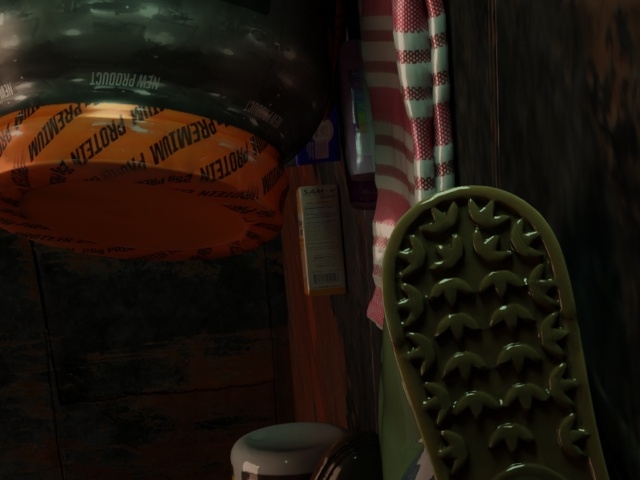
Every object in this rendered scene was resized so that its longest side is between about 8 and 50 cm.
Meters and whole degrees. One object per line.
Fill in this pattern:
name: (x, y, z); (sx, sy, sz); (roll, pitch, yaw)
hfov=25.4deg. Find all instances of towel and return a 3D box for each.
towel: (0.037, -0.038, 0.648); (0.144, 0.029, 0.197); (-115, 21, -79)

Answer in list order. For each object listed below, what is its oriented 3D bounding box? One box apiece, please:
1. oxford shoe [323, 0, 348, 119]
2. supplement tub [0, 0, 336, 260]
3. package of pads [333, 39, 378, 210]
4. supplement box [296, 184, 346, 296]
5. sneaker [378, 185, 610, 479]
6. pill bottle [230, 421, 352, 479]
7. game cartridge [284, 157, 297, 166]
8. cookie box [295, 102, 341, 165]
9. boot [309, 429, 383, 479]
oxford shoe: (-0.034, -0.208, 1.006); (0.097, 0.098, 0.271); (93, 171, -68)
supplement tub: (-0.091, -0.172, 0.786); (0.207, 0.207, 0.338); (96, 178, -73)
package of pads: (0.026, -0.062, 0.775); (0.050, 0.032, 0.083); (86, 178, -68)
supplement box: (0.000, 0.000, 1.281); (0.062, 0.036, 0.098); (160, 105, -86)
sneaker: (0.050, 0.086, 0.382); (0.086, 0.064, 0.192); (55, -150, -81)
pill bottle: (-0.015, 0.280, 1.275); (0.117, 0.117, 0.215); (-114, 20, -80)
game cartridge: (-0.105, -0.175, 1.433); (0.294, 0.196, 0.060); (-101, 14, -49)
cookie box: (-0.008, -0.130, 1.187); (0.107, 0.040, 0.092); (-100, 5, -52)
boot: (0.038, 0.230, 0.876); (0.106, 0.082, 0.219); (41, 136, 53)
